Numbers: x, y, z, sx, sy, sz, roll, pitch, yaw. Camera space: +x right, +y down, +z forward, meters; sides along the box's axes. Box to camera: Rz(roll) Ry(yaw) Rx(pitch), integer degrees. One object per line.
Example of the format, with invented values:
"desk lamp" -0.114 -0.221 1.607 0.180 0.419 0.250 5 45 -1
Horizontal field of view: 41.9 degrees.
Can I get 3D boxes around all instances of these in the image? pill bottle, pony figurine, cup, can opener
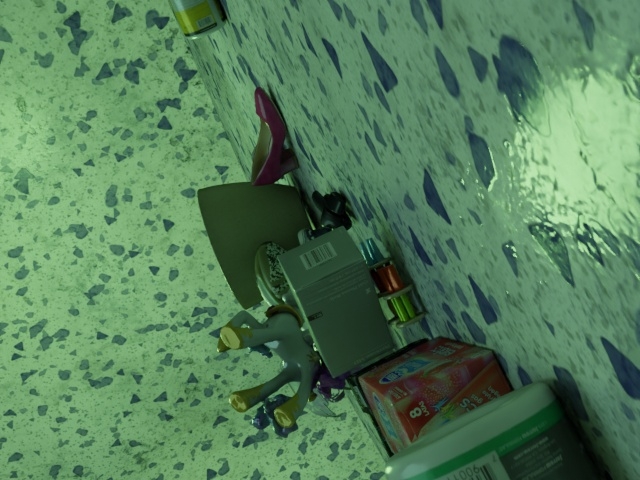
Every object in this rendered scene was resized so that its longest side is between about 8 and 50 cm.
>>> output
"pill bottle" 0.233 0.350 0.865 0.361 0.204 0.204 63 173 11
"pony figurine" -0.035 0.240 1.710 0.351 0.303 0.363 57 -145 -3
"pill bottle" -0.295 -0.561 1.905 0.184 0.103 0.103 67 173 -26
"cup" -0.142 -0.018 2.135 0.331 0.237 0.331 -21 -90 -88
"can opener" 0.023 -0.062 1.623 0.059 0.073 0.186 25 -171 -16

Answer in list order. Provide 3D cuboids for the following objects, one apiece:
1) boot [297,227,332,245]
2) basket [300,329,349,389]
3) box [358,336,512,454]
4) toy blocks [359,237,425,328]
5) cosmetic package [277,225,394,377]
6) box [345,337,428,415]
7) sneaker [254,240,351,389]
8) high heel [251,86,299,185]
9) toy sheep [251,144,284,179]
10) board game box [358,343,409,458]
"boot" 0.000 0.000 1.913 0.069 0.086 0.190 53 -170 -16
"basket" 0.023 0.275 2.108 0.204 0.154 0.227 22 169 28
"box" 0.166 0.239 1.188 0.142 0.154 0.300 64 174 0
"toy blocks" 0.111 0.065 1.373 0.148 0.054 0.123 64 174 -1
"cosmetic package" 0.029 0.105 1.386 0.107 0.127 0.238 59 174 49
"box" 0.132 0.246 1.506 0.077 0.147 0.180 62 174 8
"sneaker" 0.018 0.133 1.913 0.410 0.158 0.182 48 128 13
"high heel" -0.134 -0.228 1.873 0.082 0.117 0.244 58 172 41
"toy sheep" -0.125 -0.201 2.060 0.132 0.091 0.091 31 152 42
"board game box" 0.172 0.348 1.640 0.259 0.136 0.030 64 168 -12
